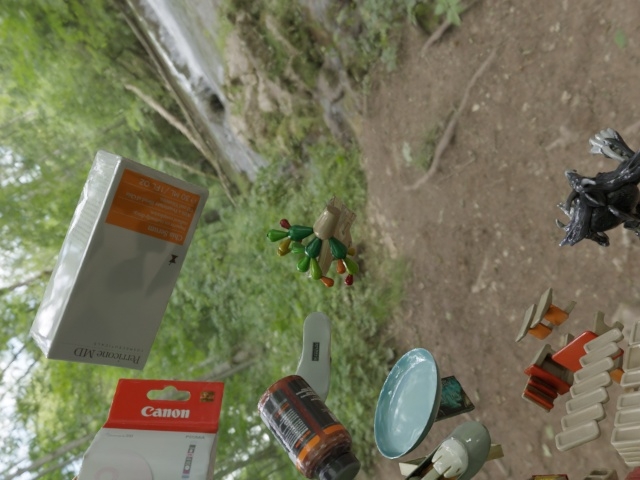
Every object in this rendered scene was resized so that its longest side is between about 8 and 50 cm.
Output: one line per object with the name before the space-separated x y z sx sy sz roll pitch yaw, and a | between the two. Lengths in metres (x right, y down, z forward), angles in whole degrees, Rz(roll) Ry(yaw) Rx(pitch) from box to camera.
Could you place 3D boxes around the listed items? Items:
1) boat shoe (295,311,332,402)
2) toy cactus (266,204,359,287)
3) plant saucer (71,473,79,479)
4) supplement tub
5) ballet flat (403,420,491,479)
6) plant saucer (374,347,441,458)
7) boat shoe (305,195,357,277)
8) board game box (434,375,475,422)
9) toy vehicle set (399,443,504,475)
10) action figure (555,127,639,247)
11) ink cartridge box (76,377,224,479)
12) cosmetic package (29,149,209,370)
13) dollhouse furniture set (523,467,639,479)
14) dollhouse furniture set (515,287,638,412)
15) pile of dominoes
boat shoe | -0.010 0.261 1.175 0.070 0.078 0.219 80 -161 -66
toy cactus | 0.000 0.000 1.230 0.219 0.180 0.112 30 -145 3
plant saucer | -0.467 0.579 1.227 0.199 0.200 0.037 57 151 -12
supplement tub | -0.018 0.334 0.975 0.198 0.106 0.106 43 169 38
ballet flat | 0.201 0.380 0.928 0.068 0.213 0.072 -3 -136 -45
plant saucer | 0.252 0.463 1.601 0.044 0.317 0.317 26 -176 -13
boat shoe | 0.037 -0.001 1.434 0.098 0.109 0.302 31 -145 -10
board game box | 0.390 0.501 1.790 0.126 0.186 0.026 58 135 34
toy vehicle set | 0.386 0.652 1.677 0.166 0.267 0.035 127 133 -67
action figure | 0.417 -0.063 0.811 0.276 0.164 0.141 10 -151 -34
ink cartridge box | -0.257 0.315 0.870 0.066 0.189 0.232 94 179 -55
cosmetic package | -0.458 0.048 1.296 0.230 0.452 0.162 20 -179 -41
dollhouse furniture set | 0.723 0.666 1.386 0.152 0.374 0.201 -3 -106 -46
dollhouse furniture set | 0.547 0.266 1.224 0.262 0.135 0.259 31 148 11
pile of dominoes | 0.432 0.190 0.751 0.196 0.251 0.040 -31 99 44
